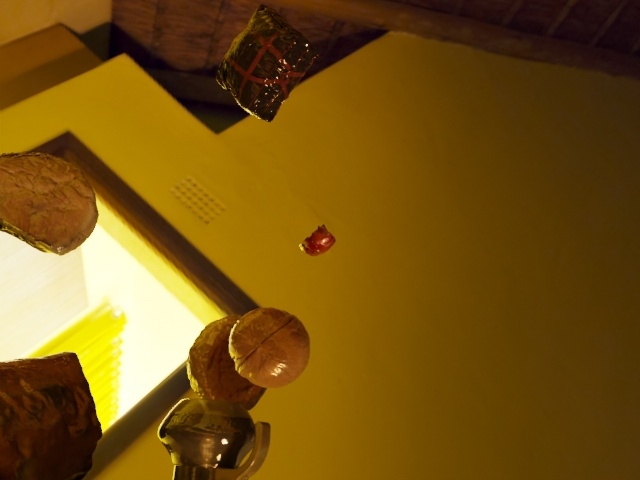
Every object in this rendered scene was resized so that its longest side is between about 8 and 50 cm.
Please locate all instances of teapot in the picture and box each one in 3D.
[{"bbox_3d":[-0.131,0.265,0.810,0.165,0.119,0.130,-14,-25,37],"label":"teapot"}]

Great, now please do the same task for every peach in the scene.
[{"bbox_3d":[0.000,0.000,1.298,0.050,0.077,0.083,50,-54,7],"label":"peach"}]

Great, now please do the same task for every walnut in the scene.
[{"bbox_3d":[-0.101,0.214,1.279,0.165,0.165,0.197,45,-5,6],"label":"walnut"}]

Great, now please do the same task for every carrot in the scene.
[{"bbox_3d":[-0.508,0.302,0.943,0.241,0.340,0.242,3,-84,34],"label":"carrot"}]

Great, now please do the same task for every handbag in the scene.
[{"bbox_3d":[-0.120,-0.393,1.429,0.169,0.155,0.215,45,-73,32],"label":"handbag"}]

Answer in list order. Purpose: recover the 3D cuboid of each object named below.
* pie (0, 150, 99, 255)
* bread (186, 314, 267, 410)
[{"bbox_3d":[-0.507,-0.078,1.154,0.218,0.185,0.052,32,-30,-13],"label":"pie"},{"bbox_3d":[-0.229,0.307,1.603,0.134,0.244,0.245,-13,-68,53],"label":"bread"}]
